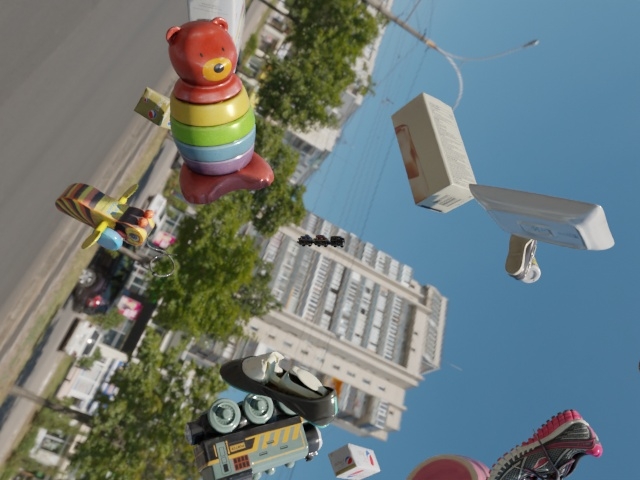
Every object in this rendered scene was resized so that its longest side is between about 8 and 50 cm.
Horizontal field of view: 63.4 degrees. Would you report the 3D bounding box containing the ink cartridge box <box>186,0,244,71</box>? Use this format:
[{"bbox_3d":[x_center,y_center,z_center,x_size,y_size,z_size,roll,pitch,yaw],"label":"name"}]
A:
[{"bbox_3d":[-0.279,-0.650,1.425,0.306,0.131,0.226,108,-10,-63],"label":"ink cartridge box"}]

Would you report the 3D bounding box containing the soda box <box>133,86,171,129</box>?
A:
[{"bbox_3d":[-0.346,-0.286,1.151,0.058,0.061,0.181,-58,-176,6],"label":"soda box"}]

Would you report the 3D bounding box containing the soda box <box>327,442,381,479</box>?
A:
[{"bbox_3d":[0.103,0.654,1.523,0.074,0.216,0.069,-31,-126,9],"label":"soda box"}]

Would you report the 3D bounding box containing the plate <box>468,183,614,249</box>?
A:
[{"bbox_3d":[0.501,-0.042,1.181,0.278,0.277,0.045,16,-98,37],"label":"plate"}]

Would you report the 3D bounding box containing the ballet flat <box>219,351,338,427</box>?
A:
[{"bbox_3d":[-0.085,0.294,1.105,0.095,0.280,0.096,-40,146,-61],"label":"ballet flat"}]

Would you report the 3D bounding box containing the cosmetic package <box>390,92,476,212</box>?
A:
[{"bbox_3d":[0.318,-0.242,1.458,0.129,0.153,0.296,-30,-120,41],"label":"cosmetic package"}]

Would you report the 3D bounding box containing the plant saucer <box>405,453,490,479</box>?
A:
[{"bbox_3d":[0.382,0.790,1.605,0.332,0.084,0.332,-25,-162,9],"label":"plant saucer"}]

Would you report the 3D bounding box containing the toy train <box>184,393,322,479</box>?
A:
[{"bbox_3d":[-0.151,0.465,1.240,0.142,0.334,0.190,-47,-126,49],"label":"toy train"}]

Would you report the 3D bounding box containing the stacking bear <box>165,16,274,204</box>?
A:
[{"bbox_3d":[-0.193,-0.237,0.918,0.164,0.175,0.289,52,-28,43],"label":"stacking bear"}]

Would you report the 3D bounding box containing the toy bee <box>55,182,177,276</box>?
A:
[{"bbox_3d":[-0.451,-0.053,1.203,0.162,0.298,0.195,-36,-135,49],"label":"toy bee"}]

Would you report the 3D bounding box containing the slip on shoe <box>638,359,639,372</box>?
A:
[{"bbox_3d":[0.825,0.273,1.272,0.135,0.041,0.051,-49,-151,-4],"label":"slip on shoe"}]

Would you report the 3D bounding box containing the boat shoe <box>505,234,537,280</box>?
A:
[{"bbox_3d":[0.620,0.027,1.584,0.075,0.065,0.206,0,-123,48],"label":"boat shoe"}]

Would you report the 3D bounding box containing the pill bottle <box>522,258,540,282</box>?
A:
[{"bbox_3d":[0.643,0.076,1.625,0.065,0.065,0.116,-52,-168,28],"label":"pill bottle"}]

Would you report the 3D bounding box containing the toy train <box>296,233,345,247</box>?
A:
[{"bbox_3d":[0.000,0.000,1.508,0.158,0.027,0.036,1,-104,30],"label":"toy train"}]

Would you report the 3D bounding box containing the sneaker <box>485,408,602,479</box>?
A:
[{"bbox_3d":[0.519,0.533,1.233,0.299,0.121,0.112,-46,-134,14],"label":"sneaker"}]
